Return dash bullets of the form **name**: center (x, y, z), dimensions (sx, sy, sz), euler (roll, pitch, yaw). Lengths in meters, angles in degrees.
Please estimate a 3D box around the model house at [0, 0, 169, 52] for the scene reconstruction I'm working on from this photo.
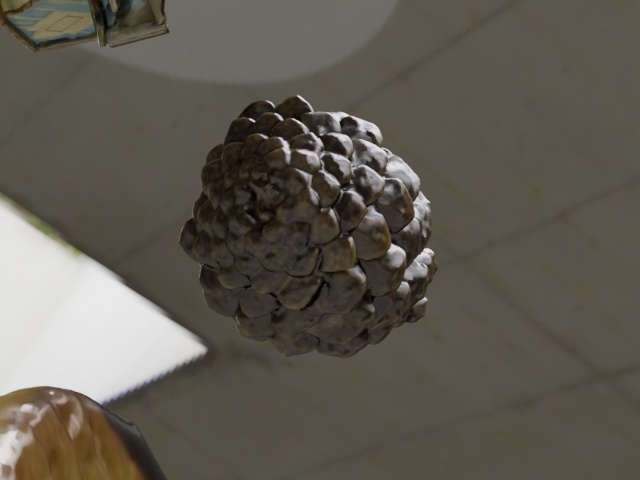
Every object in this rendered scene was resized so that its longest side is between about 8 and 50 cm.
- **model house**: center (-0.189, -0.242, 1.367), dimensions (0.206, 0.271, 0.178), euler (-23, -100, 39)

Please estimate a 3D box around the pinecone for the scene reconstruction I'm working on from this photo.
- **pinecone**: center (0.001, -0.005, 1.263), dimensions (0.179, 0.184, 0.204), euler (27, 9, 33)

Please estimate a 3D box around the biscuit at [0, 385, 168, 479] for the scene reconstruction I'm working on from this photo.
- **biscuit**: center (-0.046, 0.139, 0.444), dimensions (0.031, 0.176, 0.229), euler (-15, -76, 9)
